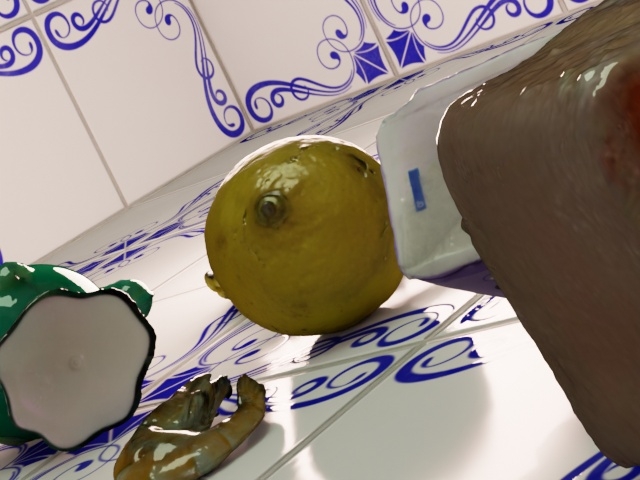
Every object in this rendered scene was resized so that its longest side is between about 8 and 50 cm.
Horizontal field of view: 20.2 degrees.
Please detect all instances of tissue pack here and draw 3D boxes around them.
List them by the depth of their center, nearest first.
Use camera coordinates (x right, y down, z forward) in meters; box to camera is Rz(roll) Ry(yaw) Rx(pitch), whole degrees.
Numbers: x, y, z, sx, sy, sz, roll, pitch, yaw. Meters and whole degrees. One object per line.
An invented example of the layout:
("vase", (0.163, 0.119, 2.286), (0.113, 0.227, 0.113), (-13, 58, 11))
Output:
("tissue pack", (0.232, -0.051, 1.445), (0.242, 0.160, 0.338), (-19, -16, 29))

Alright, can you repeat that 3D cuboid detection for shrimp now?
("shrimp", (-0.113, 0.176, 1.773), (0.145, 0.059, 0.254), (-16, 13, 32))

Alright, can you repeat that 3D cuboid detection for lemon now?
("lemon", (-0.016, -0.006, 2.014), (0.228, 0.228, 0.253), (-27, 8, -9))

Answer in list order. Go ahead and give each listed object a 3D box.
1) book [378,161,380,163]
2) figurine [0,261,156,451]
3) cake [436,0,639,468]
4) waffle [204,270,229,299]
("book", (0.096, -0.039, 2.218), (0.371, 0.043, 0.260), (-14, 23, 22))
("figurine", (-0.354, 0.130, 2.150), (0.323, 0.231, 0.340), (-29, 15, -27))
("cake", (0.251, -0.012, 1.111), (0.237, 0.309, 0.230), (-33, 6, -18))
("waffle", (-0.010, 0.005, 2.420), (0.329, 0.062, 0.329), (-24, 11, 5))
